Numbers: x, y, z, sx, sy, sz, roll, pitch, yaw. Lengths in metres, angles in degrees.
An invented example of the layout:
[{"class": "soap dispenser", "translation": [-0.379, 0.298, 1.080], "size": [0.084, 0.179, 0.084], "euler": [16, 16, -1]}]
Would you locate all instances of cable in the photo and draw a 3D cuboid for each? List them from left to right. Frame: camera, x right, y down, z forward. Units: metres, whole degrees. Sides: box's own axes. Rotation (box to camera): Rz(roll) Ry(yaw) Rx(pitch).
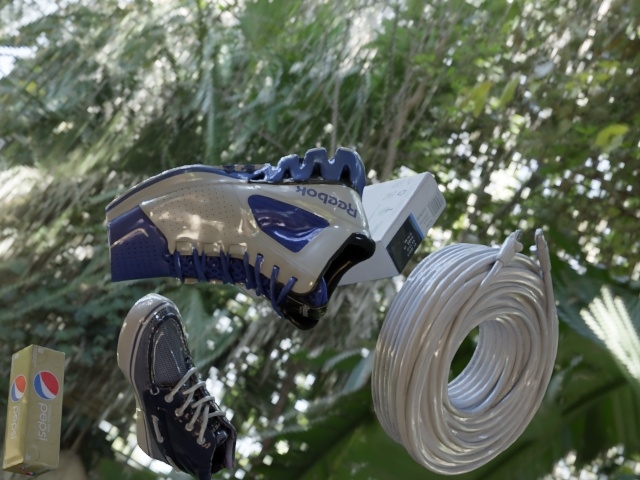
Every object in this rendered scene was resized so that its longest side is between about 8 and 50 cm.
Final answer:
[{"class": "cable", "translation": [0.164, 0.130, 1.109], "size": [0.089, 0.257, 0.257], "euler": [23, -38, 47]}]

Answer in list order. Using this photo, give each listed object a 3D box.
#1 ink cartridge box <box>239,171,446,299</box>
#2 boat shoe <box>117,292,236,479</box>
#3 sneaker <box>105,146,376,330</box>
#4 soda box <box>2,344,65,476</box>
[{"class": "ink cartridge box", "translation": [0.000, 0.000, 1.377], "size": [0.332, 0.165, 0.065], "euler": [-9, -59, 40]}, {"class": "boat shoe", "translation": [-0.204, 0.236, 1.510], "size": [0.158, 0.127, 0.341], "euler": [25, -41, 25]}, {"class": "sneaker", "translation": [-0.073, 0.012, 1.091], "size": [0.315, 0.182, 0.127], "euler": [-14, -30, -12]}, {"class": "soda box", "translation": [-0.425, 0.253, 1.466], "size": [0.058, 0.181, 0.061], "euler": [-26, -35, 35]}]
